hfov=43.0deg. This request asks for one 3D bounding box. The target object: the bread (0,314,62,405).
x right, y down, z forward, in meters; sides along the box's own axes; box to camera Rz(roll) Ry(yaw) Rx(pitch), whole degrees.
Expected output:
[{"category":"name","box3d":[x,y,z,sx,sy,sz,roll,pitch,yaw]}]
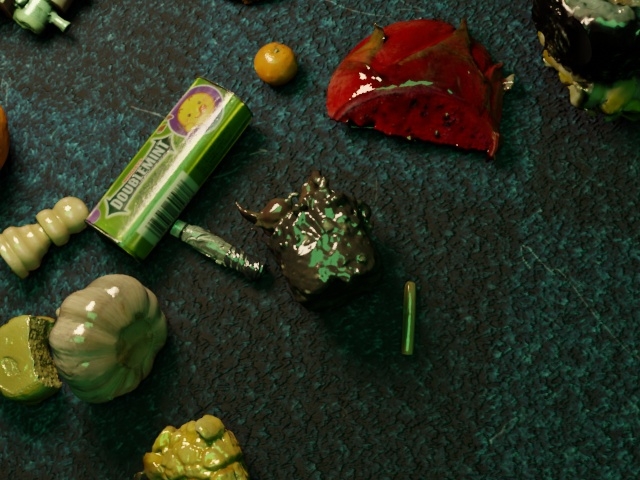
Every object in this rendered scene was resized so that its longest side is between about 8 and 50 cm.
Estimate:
[{"category":"bread","box3d":[-0.523,0.210,1.416,0.125,0.086,0.156,-15,73,5]}]

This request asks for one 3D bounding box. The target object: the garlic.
[{"category":"garlic","box3d":[-0.390,0.159,1.390,0.212,0.218,0.218,11,75,34]}]

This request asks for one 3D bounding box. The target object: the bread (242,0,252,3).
[{"category":"bread","box3d":[-0.154,-0.522,1.589,0.233,0.076,0.105,4,75,4]}]

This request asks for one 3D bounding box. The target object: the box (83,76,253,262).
[{"category":"box","box3d":[-0.276,-0.131,1.476,0.134,0.097,0.345,31,79,28]}]

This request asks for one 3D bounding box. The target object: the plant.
[{"category":"plant","box3d":[0.000,0.000,1.408,0.204,0.178,0.234,-28,66,6]}]

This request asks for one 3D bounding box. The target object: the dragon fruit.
[{"category":"dragon fruit","box3d":[0.193,-0.316,1.510,0.344,0.100,0.282,11,68,0]}]

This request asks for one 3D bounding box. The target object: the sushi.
[{"category":"sushi","box3d":[0.531,-0.390,1.451,0.328,0.285,0.328,-26,56,-10]}]

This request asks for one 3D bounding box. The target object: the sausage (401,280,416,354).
[{"category":"sausage","box3d":[0.158,0.137,1.445,0.024,0.024,0.132,4,78,2]}]

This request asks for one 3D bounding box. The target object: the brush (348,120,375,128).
[{"category":"brush","box3d":[0.148,-0.238,1.540,0.193,0.016,0.063,2,77,2]}]

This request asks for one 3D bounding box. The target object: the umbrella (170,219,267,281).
[{"category":"umbrella","box3d":[-0.184,0.018,1.475,0.188,0.050,0.046,26,99,7]}]

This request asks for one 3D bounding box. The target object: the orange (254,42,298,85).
[{"category":"orange","box3d":[-0.084,-0.334,1.538,0.084,0.083,0.083,0,76,1]}]

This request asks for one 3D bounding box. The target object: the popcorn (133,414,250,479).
[{"category":"popcorn","box3d":[-0.188,0.377,1.344,0.194,0.140,0.163,35,88,19]}]

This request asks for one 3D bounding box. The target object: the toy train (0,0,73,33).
[{"category":"toy train","box3d":[-0.534,-0.539,1.566,0.221,0.150,0.304,32,85,-4]}]

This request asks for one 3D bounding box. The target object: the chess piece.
[{"category":"chess piece","box3d":[-0.494,-0.012,1.471,0.170,0.094,0.094,-34,78,-13]}]

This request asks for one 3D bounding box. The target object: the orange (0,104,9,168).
[{"category":"orange","box3d":[-0.679,-0.188,1.434,0.246,0.246,0.246,0,76,1]}]
